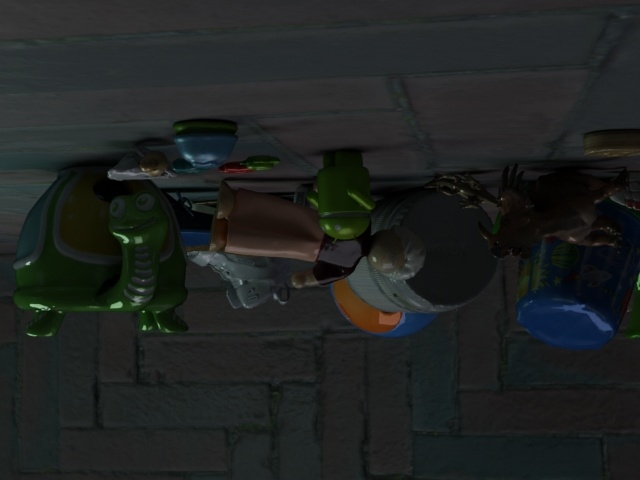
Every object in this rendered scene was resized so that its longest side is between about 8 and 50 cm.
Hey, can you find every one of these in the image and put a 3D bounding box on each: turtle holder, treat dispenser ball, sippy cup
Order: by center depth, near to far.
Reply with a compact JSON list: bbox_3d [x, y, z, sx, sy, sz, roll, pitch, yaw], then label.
[{"bbox_3d":[-0.303,0.014,1.360,0.243,0.228,0.320,-1,176,1],"label":"turtle holder"},{"bbox_3d":[0.433,0.055,1.701,0.305,0.224,0.240,15,148,10],"label":"sippy cup"},{"bbox_3d":[0.163,0.083,2.341,0.288,0.288,0.288,-1,177,0],"label":"treat dispenser ball"}]

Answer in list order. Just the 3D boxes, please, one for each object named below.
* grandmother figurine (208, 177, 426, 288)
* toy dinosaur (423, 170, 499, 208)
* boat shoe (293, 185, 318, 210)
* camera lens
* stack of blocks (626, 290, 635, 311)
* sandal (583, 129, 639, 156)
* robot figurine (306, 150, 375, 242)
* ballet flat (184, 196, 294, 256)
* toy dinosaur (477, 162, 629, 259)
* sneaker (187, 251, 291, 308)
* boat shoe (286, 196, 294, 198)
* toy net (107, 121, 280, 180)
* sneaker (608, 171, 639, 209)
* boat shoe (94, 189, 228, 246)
[{"bbox_3d":[0.000,0.000,1.588,0.342,0.104,0.208,10,136,-9],"label":"grandmother figurine"},{"bbox_3d":[0.235,-0.072,1.520,0.183,0.053,0.092,26,-170,27],"label":"toy dinosaur"},{"bbox_3d":[0.029,-0.041,1.735,0.084,0.095,0.258,1,179,17],"label":"boat shoe"},{"bbox_3d":[0.172,0.022,1.819,0.219,0.219,0.274,0,177,-18],"label":"camera lens"},{"bbox_3d":[0.623,0.066,1.984,0.297,0.087,0.171,-12,-172,-24],"label":"stack of blocks"},{"bbox_3d":[0.427,-0.087,1.182,0.240,0.079,0.088,-1,177,-7],"label":"sandal"},{"bbox_3d":[0.030,-0.054,1.269,0.067,0.115,0.101,0,177,-39],"label":"robot figurine"},{"bbox_3d":[-0.172,-0.037,1.834,0.342,0.116,0.124,1,160,40],"label":"ballet flat"},{"bbox_3d":[0.347,-0.055,1.487,0.200,0.127,0.295,5,-169,15],"label":"toy dinosaur"},{"bbox_3d":[-0.226,0.052,2.293,0.365,0.210,0.137,0,177,-20],"label":"sneaker"},{"bbox_3d":[-0.044,-0.062,1.862,0.100,0.035,0.035,-2,177,-2],"label":"boat shoe"},{"bbox_3d":[-0.152,-0.096,1.119,0.122,0.045,0.232,-1,179,-41],"label":"toy net"},{"bbox_3d":[0.519,-0.079,1.611,0.157,0.061,0.065,0,-177,-20],"label":"sneaker"},{"bbox_3d":[-0.266,-0.045,1.679,0.258,0.089,0.109,4,163,-13],"label":"boat shoe"}]
